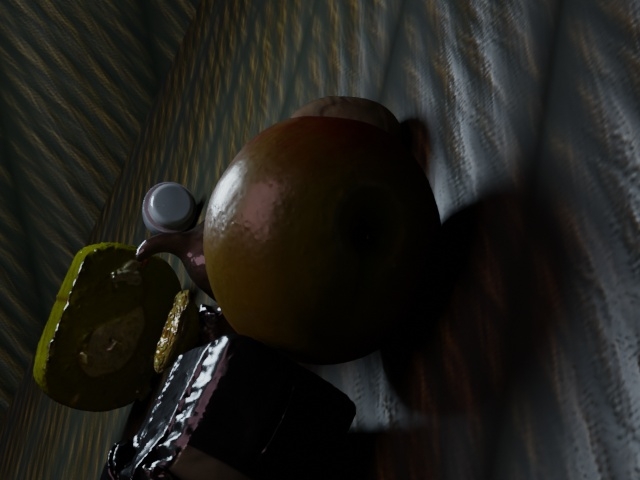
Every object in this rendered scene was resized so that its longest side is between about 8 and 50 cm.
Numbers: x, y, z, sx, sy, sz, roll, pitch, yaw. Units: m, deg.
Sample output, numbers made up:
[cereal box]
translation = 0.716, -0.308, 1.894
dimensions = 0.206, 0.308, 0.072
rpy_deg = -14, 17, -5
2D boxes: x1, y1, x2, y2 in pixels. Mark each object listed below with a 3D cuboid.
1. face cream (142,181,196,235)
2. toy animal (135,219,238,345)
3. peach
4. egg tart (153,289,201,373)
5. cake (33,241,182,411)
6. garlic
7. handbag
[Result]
[face cream]
translation = -0.259, -0.049, 2.444
dimensions = 0.095, 0.091, 0.091
rpy_deg = 133, 158, -67
[toy animal]
translation = -0.071, 0.054, 1.525
dimensions = 0.169, 0.233, 0.121
rpy_deg = -15, 50, 16
[peach]
translation = 0.000, 0.000, 1.292
dimensions = 0.231, 0.231, 0.231
rpy_deg = -56, 17, 28
[egg tart]
translation = -0.198, 0.133, 2.032
dimensions = 0.129, 0.049, 0.128
rpy_deg = -160, 90, -78
[cake]
translation = -0.319, 0.136, 2.184
dimensions = 0.260, 0.179, 0.156
rpy_deg = -70, 15, -8
[garlic]
translation = 0.030, -0.106, 1.569
dimensions = 0.115, 0.128, 0.206
rpy_deg = -39, 11, 3
[handbag]
translation = -0.084, 0.201, 1.306
dimensions = 0.181, 0.181, 0.254
rpy_deg = -62, 13, -17
